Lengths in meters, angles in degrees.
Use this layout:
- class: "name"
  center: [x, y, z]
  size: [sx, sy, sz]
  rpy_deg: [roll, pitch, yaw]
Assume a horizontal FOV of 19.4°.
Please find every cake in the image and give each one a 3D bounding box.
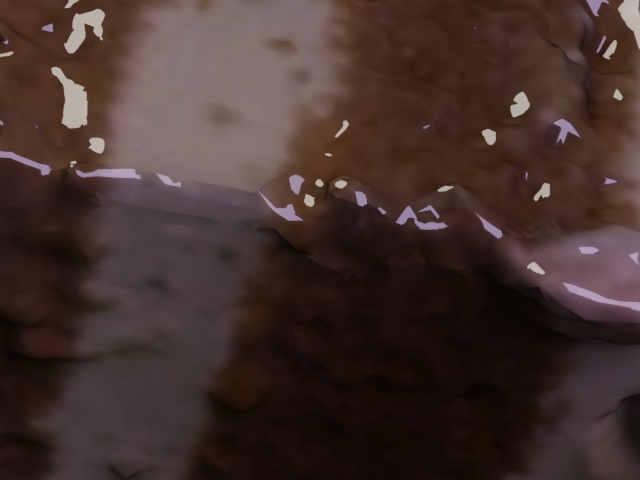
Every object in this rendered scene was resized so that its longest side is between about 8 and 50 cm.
- class: "cake"
  center: [0.000, 0.000, 0.593]
  size: [0.290, 0.282, 0.255]
  rpy_deg: [16, 47, -3]
